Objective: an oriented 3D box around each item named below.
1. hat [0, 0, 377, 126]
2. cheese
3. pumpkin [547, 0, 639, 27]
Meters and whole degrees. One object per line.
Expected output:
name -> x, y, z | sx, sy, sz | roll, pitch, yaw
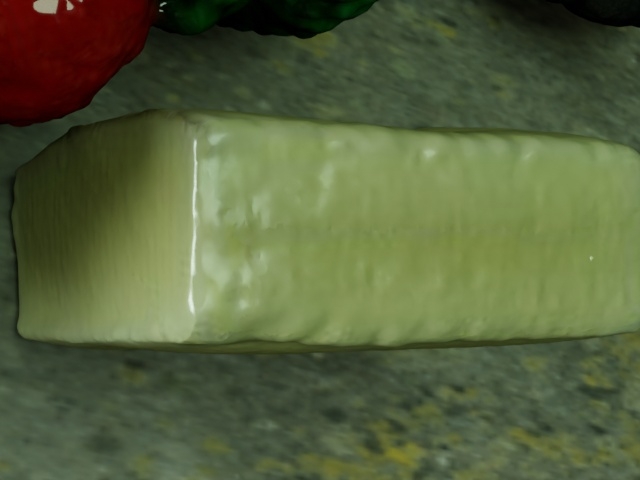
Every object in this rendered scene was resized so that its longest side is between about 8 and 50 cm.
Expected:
hat -> -0.083, -0.193, 0.770 | 0.332, 0.274, 0.242 | -37, 105, -22
cheese -> 0.000, 0.000, 0.790 | 0.265, 0.242, 0.124 | 0, 91, -31
pumpkin -> 0.217, -0.262, 0.993 | 0.250, 0.216, 0.250 | 0, 87, 2
